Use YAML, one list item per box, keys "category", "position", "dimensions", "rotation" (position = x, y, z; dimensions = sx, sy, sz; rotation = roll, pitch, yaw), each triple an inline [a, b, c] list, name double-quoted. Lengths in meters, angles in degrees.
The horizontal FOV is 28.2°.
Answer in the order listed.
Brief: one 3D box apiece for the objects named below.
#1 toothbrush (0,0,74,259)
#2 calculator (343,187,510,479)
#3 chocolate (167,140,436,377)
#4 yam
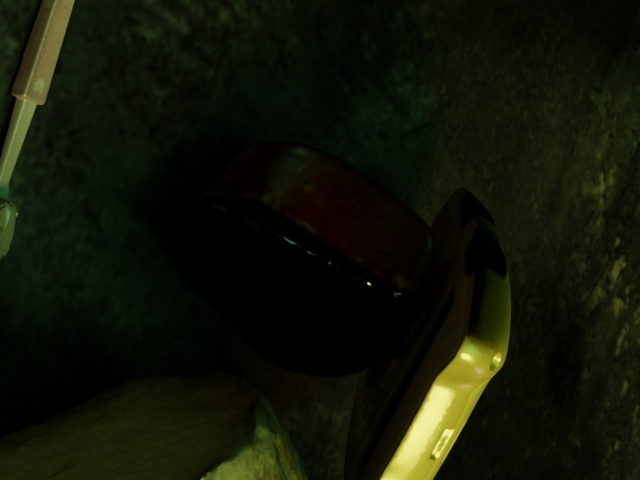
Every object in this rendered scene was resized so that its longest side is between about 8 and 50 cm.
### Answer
- category: "toothbrush"
  position: [-0.124, -0.083, 0.574]
  dimensions: [0.014, 0.017, 0.194]
  rotation: [20, 83, -54]
- category: "calculator"
  position: [0.056, 0.057, 0.685]
  dimensions: [0.033, 0.236, 0.157]
  rotation: [23, 110, -7]
- category: "chocolate"
  position: [0.000, 0.000, 0.667]
  dimensions: [0.149, 0.125, 0.080]
  rotation: [52, 47, -37]
- category: "yam"
  position: [-0.057, 0.187, 0.612]
  dimensions: [0.168, 0.168, 0.304]
  rotation: [-46, 131, -29]
